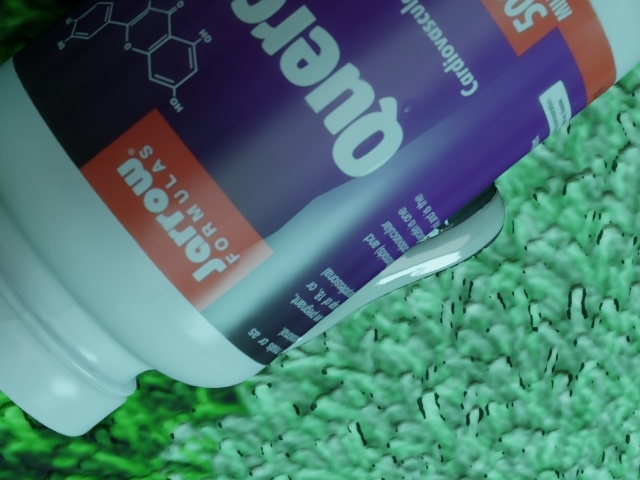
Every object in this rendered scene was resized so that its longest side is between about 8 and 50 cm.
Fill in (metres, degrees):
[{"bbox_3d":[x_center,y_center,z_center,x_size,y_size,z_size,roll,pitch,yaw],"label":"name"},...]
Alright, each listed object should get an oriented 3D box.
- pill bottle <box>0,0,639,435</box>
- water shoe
[{"bbox_3d":[-0.023,-0.059,0.609,0.323,0.181,0.181,-40,125,2],"label":"pill bottle"},{"bbox_3d":[0.000,0.000,0.734,0.203,0.073,0.080,-26,103,-12],"label":"water shoe"}]
